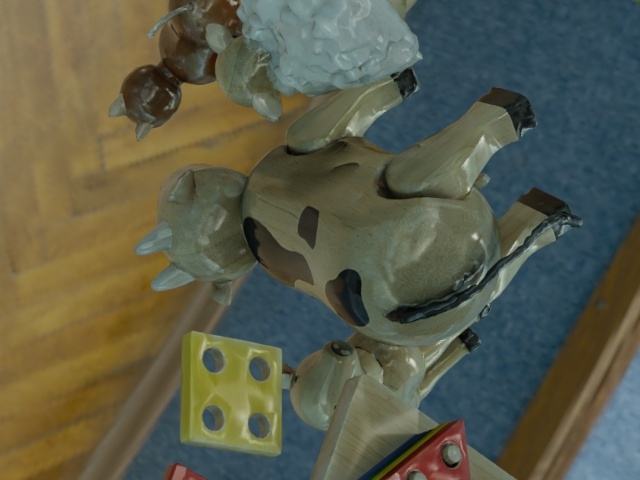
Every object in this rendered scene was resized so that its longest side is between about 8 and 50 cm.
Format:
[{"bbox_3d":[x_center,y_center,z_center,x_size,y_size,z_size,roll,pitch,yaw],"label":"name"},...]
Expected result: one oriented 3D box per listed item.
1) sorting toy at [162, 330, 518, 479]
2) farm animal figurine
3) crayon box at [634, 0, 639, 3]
[{"bbox_3d":[0.047,0.136,0.659,0.274,0.046,0.132,37,54,-21],"label":"sorting toy"},{"bbox_3d":[0.000,0.000,0.879,0.172,0.326,0.330,-40,108,-20],"label":"farm animal figurine"},{"bbox_3d":[0.265,-0.215,0.978,0.203,0.323,0.083,15,85,-25],"label":"crayon box"}]
